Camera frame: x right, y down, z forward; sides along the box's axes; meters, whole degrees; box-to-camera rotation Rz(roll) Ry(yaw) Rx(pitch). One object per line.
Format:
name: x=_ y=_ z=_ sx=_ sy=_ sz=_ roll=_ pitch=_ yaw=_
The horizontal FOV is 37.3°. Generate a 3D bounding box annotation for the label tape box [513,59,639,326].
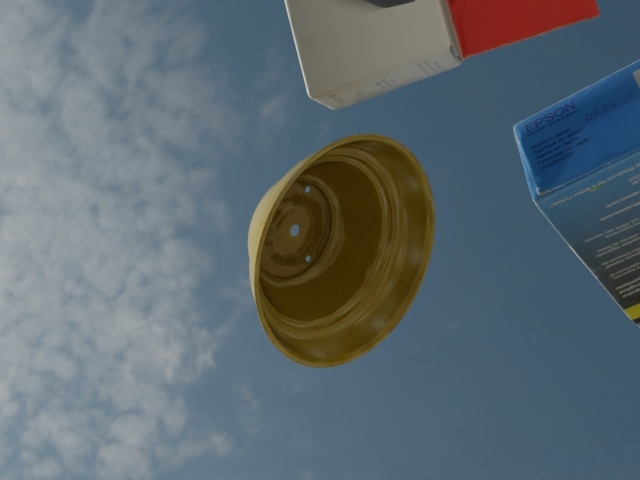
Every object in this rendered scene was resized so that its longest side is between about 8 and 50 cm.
label tape box: x=0.374 y=-0.042 z=0.937 sx=0.241 sy=0.105 sz=0.334 roll=-27 pitch=-44 yaw=23

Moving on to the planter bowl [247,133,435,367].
planter bowl: x=0.000 y=0.000 z=0.874 sx=0.217 sy=0.090 sz=0.217 roll=-17 pitch=-63 yaw=-38

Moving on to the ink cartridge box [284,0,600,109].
ink cartridge box: x=0.082 y=-0.301 z=0.861 sx=0.261 sy=0.066 sz=0.296 roll=-17 pitch=-99 yaw=18
